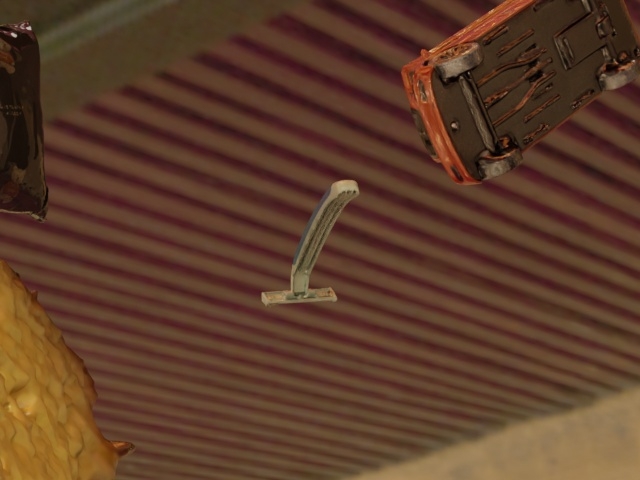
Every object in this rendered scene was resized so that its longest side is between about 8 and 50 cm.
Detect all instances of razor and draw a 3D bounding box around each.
[{"bbox_3d":[-0.001,-0.003,1.706,0.191,0.068,0.037,112,148,-55],"label":"razor"}]

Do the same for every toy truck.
[{"bbox_3d":[0.157,-0.139,1.650,0.114,0.252,0.107,-4,114,50],"label":"toy truck"}]

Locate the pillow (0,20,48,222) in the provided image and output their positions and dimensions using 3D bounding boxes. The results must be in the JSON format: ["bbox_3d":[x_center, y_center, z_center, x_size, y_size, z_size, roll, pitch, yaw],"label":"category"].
[{"bbox_3d":[-0.232,-0.088,1.400,0.048,0.090,0.150,-10,84,49],"label":"pillow"}]

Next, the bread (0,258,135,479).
[{"bbox_3d":[-0.159,0.036,0.595,0.139,0.229,0.143,-18,40,14],"label":"bread"}]
